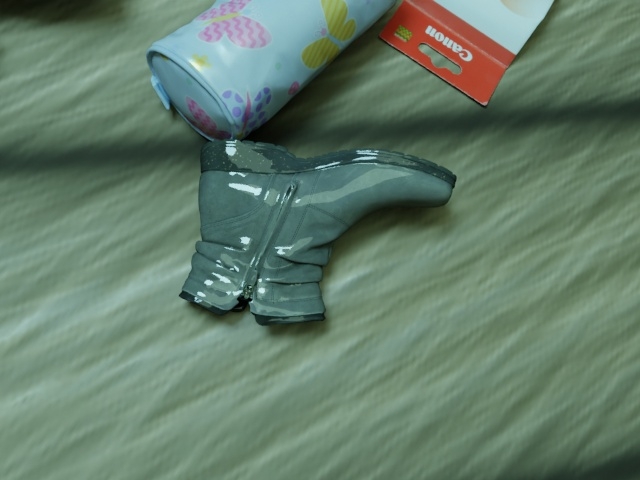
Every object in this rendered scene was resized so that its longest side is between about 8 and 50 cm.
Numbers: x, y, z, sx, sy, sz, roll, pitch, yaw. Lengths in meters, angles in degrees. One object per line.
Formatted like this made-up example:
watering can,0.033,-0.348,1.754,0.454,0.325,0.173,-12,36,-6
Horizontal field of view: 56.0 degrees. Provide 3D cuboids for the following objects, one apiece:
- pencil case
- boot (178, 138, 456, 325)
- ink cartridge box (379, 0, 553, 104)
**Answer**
pencil case,-0.035,-0.214,0.573,0.124,0.113,0.273,33,70,26
boot,0.000,0.000,0.557,0.247,0.083,0.161,3,82,-4
ink cartridge box,0.169,-0.260,0.665,0.145,0.045,0.179,33,70,-2
